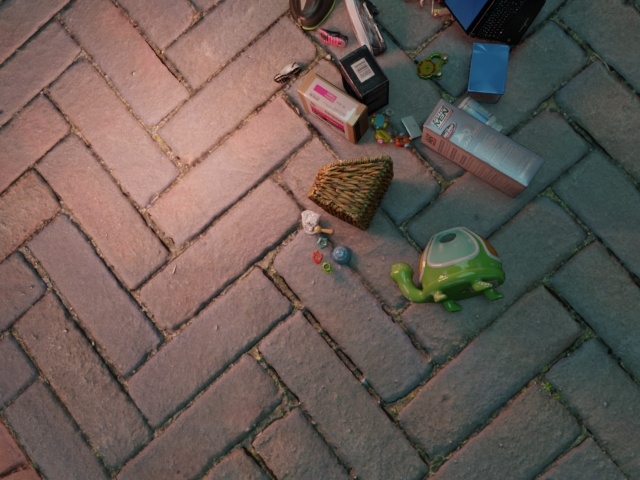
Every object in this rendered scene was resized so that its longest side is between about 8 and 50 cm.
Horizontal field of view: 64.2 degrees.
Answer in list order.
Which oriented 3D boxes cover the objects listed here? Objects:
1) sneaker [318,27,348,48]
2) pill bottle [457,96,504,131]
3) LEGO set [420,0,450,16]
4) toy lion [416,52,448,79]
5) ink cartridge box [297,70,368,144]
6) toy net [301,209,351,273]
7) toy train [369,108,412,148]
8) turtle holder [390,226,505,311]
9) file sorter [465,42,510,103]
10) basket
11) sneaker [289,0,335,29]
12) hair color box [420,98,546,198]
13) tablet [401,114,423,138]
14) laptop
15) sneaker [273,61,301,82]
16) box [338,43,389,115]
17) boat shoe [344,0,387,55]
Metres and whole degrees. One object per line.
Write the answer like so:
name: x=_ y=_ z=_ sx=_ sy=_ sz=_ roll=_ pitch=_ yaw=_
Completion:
sneaker: x=0.049 y=-0.747 z=1.866 sx=0.119 sy=0.047 sz=0.057 roll=30 pitch=66 yaw=10
pill bottle: x=0.537 y=-0.407 z=1.730 sx=0.160 sy=0.087 sz=0.087 roll=42 pitch=90 yaw=10
LEGO set: x=0.386 y=-0.872 z=1.821 sx=0.287 sy=0.107 sz=0.132 roll=5 pitch=49 yaw=13
toy lion: x=0.392 y=-0.617 z=1.807 sx=0.096 sy=0.034 sz=0.100 roll=20 pitch=86 yaw=17
ink cartridge box: x=0.047 y=-0.450 z=1.749 sx=0.235 sy=0.193 sz=0.088 roll=36 pitch=89 yaw=11
toy net: x=0.000 y=0.000 z=1.779 sx=0.122 sy=0.045 sz=0.232 roll=-38 pitch=78 yaw=4
toy train: x=0.240 y=-0.381 z=1.793 sx=0.125 sy=0.046 sz=0.166 roll=-16 pitch=69 yaw=-21
turtle holder: x=0.416 y=0.098 z=1.637 sx=0.320 sy=0.244 sz=0.227 roll=-32 pitch=58 yaw=42
file sorter: x=0.563 y=-0.565 z=1.737 sx=0.118 sy=0.104 sz=0.170 roll=8 pitch=85 yaw=8
basket: x=0.097 y=-0.184 z=1.658 sx=0.214 sy=0.299 sz=0.223 roll=28 pitch=90 yaw=11
sneaker: x=-0.006 y=-0.993 z=1.779 sx=0.185 sy=0.202 sz=0.482 roll=23 pitch=111 yaw=10
hair color box: x=0.518 y=-0.296 z=1.669 sx=0.375 sy=0.185 sz=0.113 roll=33 pitch=89 yaw=10
tablet: x=0.321 y=-0.398 z=1.787 sx=0.054 sy=0.006 sz=0.083 roll=-21 pitch=79 yaw=-26
laptop: x=0.585 y=-0.804 z=1.715 sx=0.264 sy=0.136 sz=0.234 roll=26 pitch=71 yaw=29
sneaker: x=-0.125 y=-0.617 z=1.876 sx=0.109 sy=0.040 sz=0.043 roll=-28 pitch=64 yaw=0
box: x=0.150 y=-0.535 z=1.738 sx=0.108 sy=0.207 sz=0.153 roll=-31 pitch=81 yaw=3
boat shoe: x=0.157 y=-0.805 z=1.822 sx=0.102 sy=0.108 sz=0.301 roll=-19 pitch=84 yaw=5
